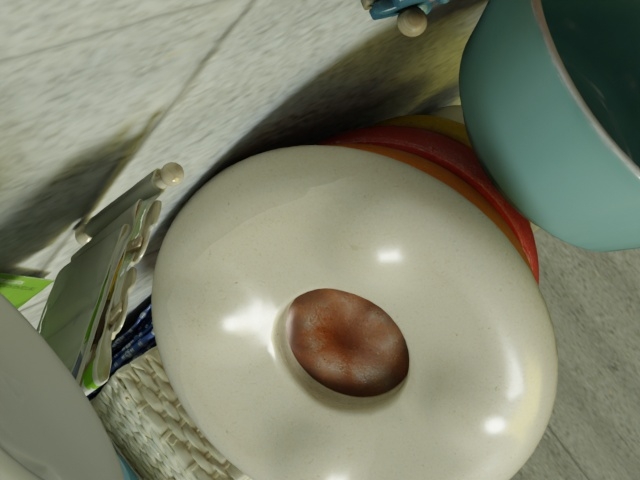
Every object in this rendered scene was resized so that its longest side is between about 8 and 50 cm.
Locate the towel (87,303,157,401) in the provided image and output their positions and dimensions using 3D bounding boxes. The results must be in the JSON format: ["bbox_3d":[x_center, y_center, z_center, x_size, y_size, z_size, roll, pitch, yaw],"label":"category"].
[{"bbox_3d":[-0.218,0.142,1.642,0.336,0.040,0.243,-39,172,15],"label":"towel"}]

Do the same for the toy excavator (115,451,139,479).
[{"bbox_3d":[-0.362,0.298,1.343,0.433,0.222,0.445,-47,143,-13],"label":"toy excavator"}]

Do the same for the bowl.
[{"bbox_3d":[0.235,-0.114,1.312,0.311,0.311,0.163,-27,173,-47],"label":"bowl"}]

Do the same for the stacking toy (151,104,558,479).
[{"bbox_3d":[0.091,-0.005,1.468,0.350,0.350,0.480,-45,-176,35],"label":"stacking toy"}]

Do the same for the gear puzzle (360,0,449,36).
[{"bbox_3d":[0.197,-0.219,1.112,0.339,0.044,0.175,-22,180,-10],"label":"gear puzzle"}]

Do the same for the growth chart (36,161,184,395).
[{"bbox_3d":[-0.165,0.064,1.075,0.172,0.021,0.237,-18,-131,58],"label":"growth chart"}]

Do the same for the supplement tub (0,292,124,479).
[{"bbox_3d":[-0.297,0.173,0.896,0.325,0.235,0.235,-39,170,7],"label":"supplement tub"}]

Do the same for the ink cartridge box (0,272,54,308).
[{"bbox_3d":[-0.294,0.136,1.139,0.255,0.097,0.189,-38,170,6],"label":"ink cartridge box"}]

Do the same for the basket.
[{"bbox_3d":[-0.128,0.180,1.516,0.113,0.167,0.103,-32,166,-32],"label":"basket"}]
